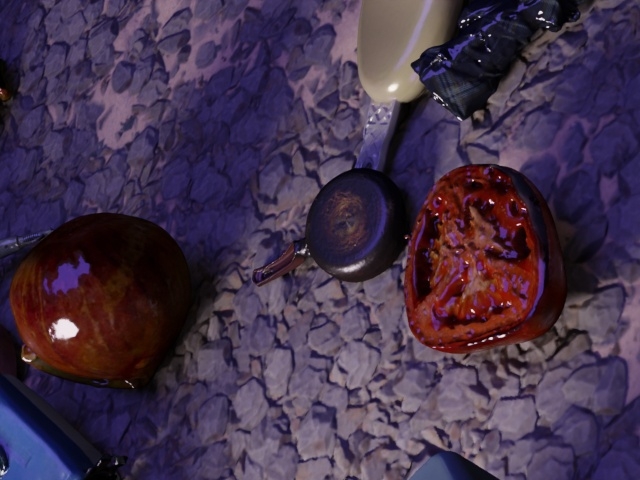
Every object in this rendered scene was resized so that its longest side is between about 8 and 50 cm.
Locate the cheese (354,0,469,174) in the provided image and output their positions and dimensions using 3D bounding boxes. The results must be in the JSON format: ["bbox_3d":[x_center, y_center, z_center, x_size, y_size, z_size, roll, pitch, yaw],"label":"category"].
[{"bbox_3d":[0.074,-0.162,1.694,0.127,0.054,0.251,7,80,50],"label":"cheese"}]

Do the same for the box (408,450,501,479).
[{"bbox_3d":[0.099,0.286,1.324,0.227,0.162,0.130,-49,30,12],"label":"box"}]

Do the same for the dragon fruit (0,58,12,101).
[{"bbox_3d":[-0.479,-0.177,2.235,0.138,0.142,0.175,117,143,-70],"label":"dragon fruit"}]

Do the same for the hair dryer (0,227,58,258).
[{"bbox_3d":[-0.424,0.018,2.095,0.199,0.067,0.167,-21,6,-12],"label":"hair dryer"}]

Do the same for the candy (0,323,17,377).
[{"bbox_3d":[-0.468,0.198,2.005,0.255,0.094,0.255,-24,52,34],"label":"candy"}]

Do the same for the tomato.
[{"bbox_3d":[0.158,0.019,1.475,0.166,0.082,0.174,-18,60,44],"label":"tomato"}]

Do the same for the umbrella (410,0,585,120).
[{"bbox_3d":[0.189,-0.213,1.599,0.224,0.080,0.071,-40,9,17],"label":"umbrella"}]

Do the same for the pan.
[{"bbox_3d":[-0.003,-0.001,1.678,0.212,0.040,0.115,-25,61,38],"label":"pan"}]

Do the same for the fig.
[{"bbox_3d":[-0.229,0.068,1.777,0.205,0.205,0.205,-24,51,35],"label":"fig"}]

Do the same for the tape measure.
[{"bbox_3d":[-0.386,0.216,1.828,0.351,0.098,0.215,39,99,30],"label":"tape measure"}]
